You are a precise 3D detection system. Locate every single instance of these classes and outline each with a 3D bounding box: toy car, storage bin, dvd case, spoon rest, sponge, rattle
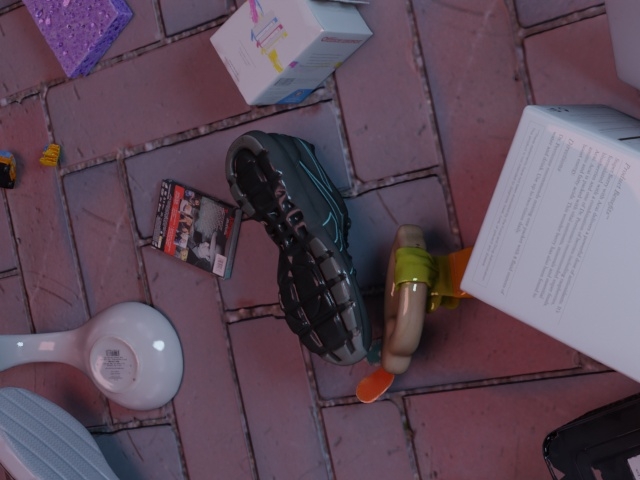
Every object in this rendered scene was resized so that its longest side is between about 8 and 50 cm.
[{"bbox_3d":[-0.378,-0.098,1.659,0.122,0.060,0.041,-1,52,20],"label":"toy car"},{"bbox_3d":[0.309,0.199,1.165,0.180,0.084,0.122,-29,80,36],"label":"storage bin"},{"bbox_3d":[-0.147,-0.014,1.507,0.119,0.013,0.087,22,109,33],"label":"dvd case"},{"bbox_3d":[-0.291,0.142,1.606,0.276,0.084,0.137,1,99,22],"label":"spoon rest"},{"bbox_3d":[-0.319,-0.317,1.576,0.117,0.031,0.210,-43,72,32],"label":"sponge"},{"bbox_3d":[0.120,0.085,1.319,0.130,0.142,0.200,-122,32,-54],"label":"rattle"}]

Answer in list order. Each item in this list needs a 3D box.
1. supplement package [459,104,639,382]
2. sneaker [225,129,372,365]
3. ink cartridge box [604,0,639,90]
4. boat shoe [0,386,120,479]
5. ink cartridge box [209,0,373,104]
[{"bbox_3d":[0.303,0.017,1.086,0.293,0.175,0.178,29,110,30],"label":"supplement package"},{"bbox_3d":[0.000,0.000,1.341,0.101,0.106,0.267,-33,75,39],"label":"sneaker"},{"bbox_3d":[0.357,-0.147,0.949,0.330,0.324,0.071,33,81,26],"label":"ink cartridge box"},{"bbox_3d":[-0.308,0.329,1.582,0.335,0.121,0.119,45,122,9],"label":"boat shoe"},{"bbox_3d":[-0.025,-0.219,1.341,0.143,0.092,0.090,-40,73,31],"label":"ink cartridge box"}]
